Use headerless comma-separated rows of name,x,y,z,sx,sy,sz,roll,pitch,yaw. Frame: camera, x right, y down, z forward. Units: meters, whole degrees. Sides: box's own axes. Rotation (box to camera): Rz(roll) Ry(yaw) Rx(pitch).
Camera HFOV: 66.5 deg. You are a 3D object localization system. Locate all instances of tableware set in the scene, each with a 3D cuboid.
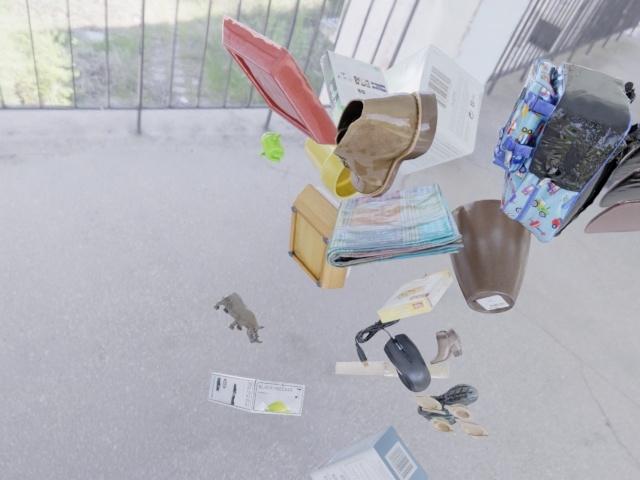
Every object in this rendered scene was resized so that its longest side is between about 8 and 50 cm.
tableware set,0.295,0.404,1.112,0.168,0.141,0.020,54,49,-27

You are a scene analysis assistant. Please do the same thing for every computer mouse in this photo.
computer mouse,0.223,0.363,1.506,0.184,0.060,0.262,-25,80,-12

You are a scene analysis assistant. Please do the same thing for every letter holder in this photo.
letter holder,0.732,-0.120,1.121,0.215,0.302,0.151,-6,78,15

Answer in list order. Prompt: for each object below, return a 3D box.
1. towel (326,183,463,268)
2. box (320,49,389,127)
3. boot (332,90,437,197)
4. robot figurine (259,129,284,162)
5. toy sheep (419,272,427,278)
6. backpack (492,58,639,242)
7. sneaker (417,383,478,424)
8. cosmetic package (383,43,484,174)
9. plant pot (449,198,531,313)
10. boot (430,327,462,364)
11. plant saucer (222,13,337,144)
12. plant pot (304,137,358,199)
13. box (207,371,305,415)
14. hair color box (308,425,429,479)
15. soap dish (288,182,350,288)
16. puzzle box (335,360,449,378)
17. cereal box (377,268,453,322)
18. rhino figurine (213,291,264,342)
towel,0.158,-0.047,1.111,0.272,0.040,0.370,-9,22,10
box,0.133,-0.478,1.637,0.232,0.058,0.321,6,58,-30
boot,0.069,-0.143,0.741,0.115,0.305,0.112,2,79,-7
robot figurine,-0.164,-0.321,1.663,0.067,0.101,0.115,1,57,-40
toy sheep,0.453,0.198,2.138,0.132,0.091,0.091,-29,53,2
backpack,0.254,-0.094,0.543,0.117,0.173,0.158,23,41,11
sneaker,0.482,0.607,1.790,0.106,0.267,0.101,51,42,1
cosmetic package,0.398,-0.520,2.021,0.327,0.394,0.329,24,71,-29
plant pot,0.416,0.054,1.204,0.215,0.215,0.230,15,56,-7
boot,0.374,0.321,1.492,0.042,0.118,0.087,-1,66,-64
plant saucer,-0.086,-0.315,1.003,0.048,0.258,0.259,-44,51,-2
plant pot,0.073,-0.330,1.909,0.254,0.254,0.239,-21,56,-37
box,-0.197,0.451,1.444,0.169,0.290,0.087,18,71,-34
hair color box,0.139,0.734,1.523,0.114,0.374,0.185,-25,74,-45
soap dish,0.000,0.000,1.533,0.118,0.290,0.229,-27,57,-28
puzzle box,0.260,0.496,1.874,0.272,0.409,0.052,8,74,-20
cereal box,0.301,0.172,1.531,0.240,0.173,0.047,-31,97,-54
rhino figurine,-0.296,0.296,1.849,0.243,0.106,0.073,46,20,18
